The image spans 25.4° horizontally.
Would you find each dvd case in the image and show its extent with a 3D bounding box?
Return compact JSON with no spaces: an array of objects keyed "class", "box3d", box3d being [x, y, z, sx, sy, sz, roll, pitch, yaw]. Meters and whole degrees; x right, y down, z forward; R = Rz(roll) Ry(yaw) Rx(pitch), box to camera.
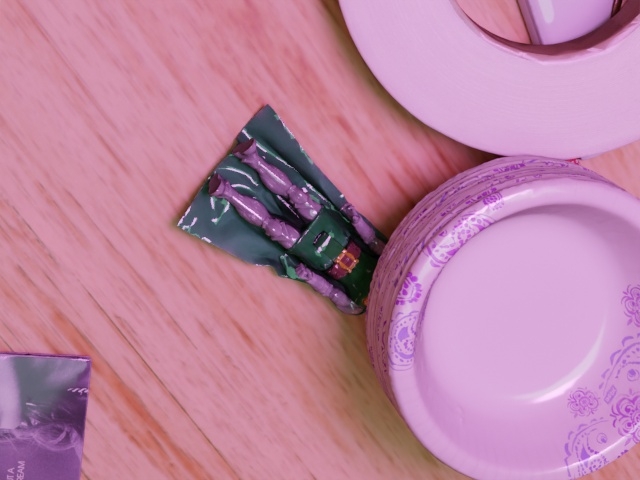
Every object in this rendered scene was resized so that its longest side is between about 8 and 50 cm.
[{"class":"dvd case","box3d":[-0.325,0.179,1.281,0.221,0.018,0.164,4,101,-15]}]

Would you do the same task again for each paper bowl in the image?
[{"class":"paper bowl","box3d":[0.179,0.065,1.271,0.284,0.148,0.284,-4,109,-13]}]

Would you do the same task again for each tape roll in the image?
[{"class":"tape roll","box3d":[0.202,-0.263,1.239,0.392,0.072,0.392,0,106,1]}]

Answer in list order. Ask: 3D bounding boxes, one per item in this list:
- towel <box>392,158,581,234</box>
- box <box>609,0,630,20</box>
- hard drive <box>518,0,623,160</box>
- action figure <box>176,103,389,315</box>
[{"class":"towel","box3d":[0.205,0.067,1.378,0.199,0.031,0.275,-27,109,-7]},{"class":"box","box3d":[0.372,-0.232,1.321,0.201,0.021,0.164,7,101,-16]},{"class":"hard drive","box3d":[0.281,-0.255,1.326,0.203,0.040,0.307,-25,107,-8]},{"class":"action figure","box3d":[0.000,0.000,1.303,0.232,0.063,0.137,38,88,-22]}]
